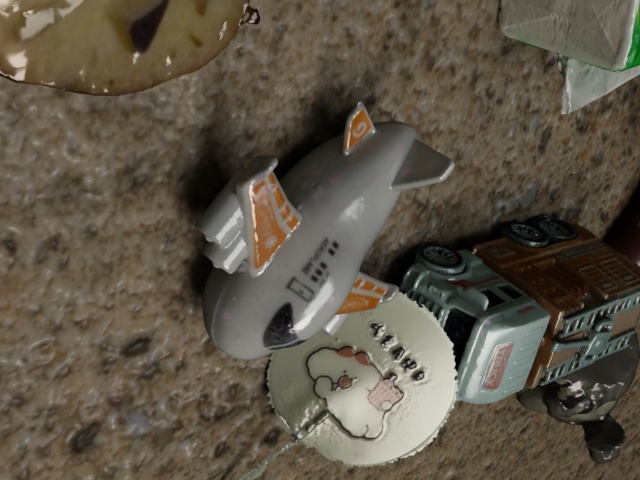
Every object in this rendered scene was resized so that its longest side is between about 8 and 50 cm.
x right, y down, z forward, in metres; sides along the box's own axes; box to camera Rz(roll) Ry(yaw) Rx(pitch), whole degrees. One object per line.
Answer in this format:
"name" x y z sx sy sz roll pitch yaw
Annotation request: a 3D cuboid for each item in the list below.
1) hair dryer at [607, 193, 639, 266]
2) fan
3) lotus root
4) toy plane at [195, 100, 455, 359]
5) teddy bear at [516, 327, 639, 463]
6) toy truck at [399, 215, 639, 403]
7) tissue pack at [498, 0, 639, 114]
"hair dryer" 0.519 -0.023 1.334 0.312 0.123 0.340 -50 154 13
"fan" -0.008 0.184 0.920 0.329 0.009 0.191 -40 106 8
"lotus root" -0.107 -0.181 0.565 0.260 0.074 0.170 -34 138 -26
"toy plane" 0.000 0.000 0.776 0.244 0.117 0.245 -28 136 -31
"teddy bear" 0.342 0.200 1.251 0.144 0.171 0.251 -10 137 -1
"toy truck" 0.223 0.079 1.027 0.305 0.162 0.136 -12 126 -40
"tissue pack" 0.290 -0.222 0.882 0.209 0.148 0.156 -26 132 -32
